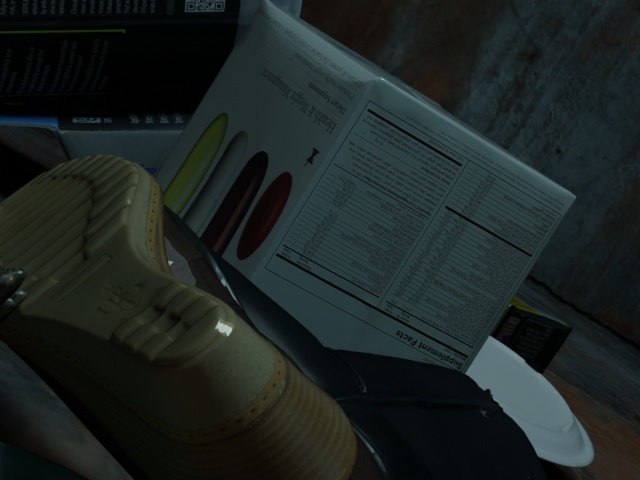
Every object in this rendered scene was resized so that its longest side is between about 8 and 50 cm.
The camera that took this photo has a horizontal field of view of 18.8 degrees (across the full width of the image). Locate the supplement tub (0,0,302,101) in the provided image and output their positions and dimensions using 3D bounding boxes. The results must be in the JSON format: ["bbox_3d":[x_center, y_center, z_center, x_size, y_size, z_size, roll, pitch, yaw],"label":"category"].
[{"bbox_3d":[-0.184,-0.187,1.267,0.316,0.193,0.193,-3,22,-22],"label":"supplement tub"}]

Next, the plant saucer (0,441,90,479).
[{"bbox_3d":[-0.086,0.110,0.672,0.119,0.021,0.119,33,6,-4],"label":"plant saucer"}]

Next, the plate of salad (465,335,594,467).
[{"bbox_3d":[0.129,0.121,1.530,0.200,0.048,0.200,31,17,-11],"label":"plate of salad"}]

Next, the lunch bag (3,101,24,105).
[{"bbox_3d":[-0.277,-0.188,1.648,0.293,0.120,0.258,24,14,-46],"label":"lunch bag"}]

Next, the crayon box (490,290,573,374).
[{"bbox_3d":[0.069,0.019,1.856,0.318,0.081,0.202,36,7,25],"label":"crayon box"}]

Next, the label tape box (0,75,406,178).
[{"bbox_3d":[-0.088,-0.052,1.359,0.334,0.105,0.240,0,13,-8],"label":"label tape box"}]

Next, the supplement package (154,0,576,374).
[{"bbox_3d":[0.000,0.000,1.112,0.149,0.203,0.194,29,7,-27],"label":"supplement package"}]

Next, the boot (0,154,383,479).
[{"bbox_3d":[-0.044,0.082,0.770,0.207,0.090,0.248,60,-12,-29],"label":"boot"}]

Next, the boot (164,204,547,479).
[{"bbox_3d":[-0.011,0.075,0.960,0.246,0.094,0.207,43,14,27],"label":"boot"}]

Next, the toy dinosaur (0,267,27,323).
[{"bbox_3d":[-0.186,-0.009,0.664,0.160,0.121,0.313,46,10,-1],"label":"toy dinosaur"}]
